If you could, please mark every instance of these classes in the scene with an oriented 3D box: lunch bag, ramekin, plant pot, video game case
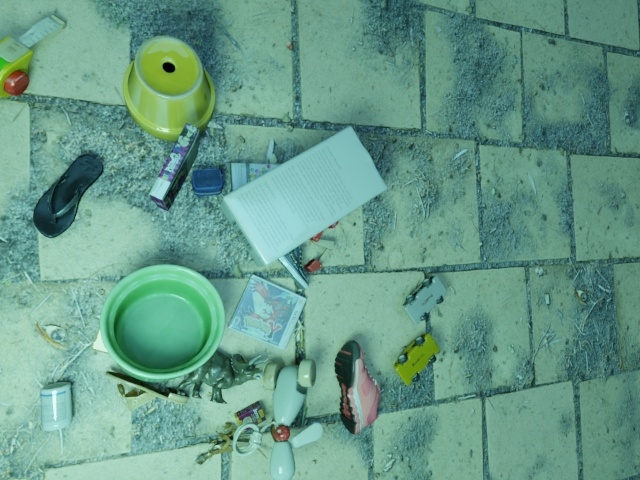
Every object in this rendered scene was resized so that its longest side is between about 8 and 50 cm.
[{"bbox_3d":[-0.341,-0.175,1.230,0.098,0.065,0.067,-5,74,-19],"label":"lunch bag"},{"bbox_3d":[-0.423,0.231,1.091,0.303,0.148,0.303,13,57,-20],"label":"ramekin"},{"bbox_3d":[-0.416,-0.431,1.120,0.254,0.239,0.254,1,87,-20],"label":"plant pot"},{"bbox_3d":[-0.168,0.231,1.298,0.201,0.023,0.183,27,79,-17],"label":"video game case"},{"bbox_3d":[-0.399,-0.194,1.121,0.042,0.232,0.210,26,80,-15],"label":"video game case"}]

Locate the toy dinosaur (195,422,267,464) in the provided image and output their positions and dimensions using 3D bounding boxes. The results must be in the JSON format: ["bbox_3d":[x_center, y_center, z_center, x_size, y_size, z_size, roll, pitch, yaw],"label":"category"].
[{"bbox_3d":[-0.274,0.624,1.237,0.211,0.064,0.112,-6,108,-11],"label":"toy dinosaur"}]

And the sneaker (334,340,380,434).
[{"bbox_3d":[0.134,0.482,1.367,0.136,0.116,0.313,-7,97,-30],"label":"sneaker"}]

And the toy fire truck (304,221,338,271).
[{"bbox_3d":[0.000,0.000,1.353,0.192,0.047,0.135,-41,102,-17],"label":"toy fire truck"}]

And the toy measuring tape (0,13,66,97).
[{"bbox_3d":[-0.803,-0.478,1.075,0.121,0.121,0.330,33,55,-16],"label":"toy measuring tape"}]

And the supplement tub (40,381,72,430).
[{"bbox_3d":[-0.702,0.439,1.075,0.071,0.071,0.107,-2,88,-20],"label":"supplement tub"}]

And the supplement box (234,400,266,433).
[{"bbox_3d":[-0.219,0.550,1.258,0.083,0.043,0.055,-24,95,-20],"label":"supplement box"}]

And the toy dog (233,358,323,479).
[{"bbox_3d":[-0.094,0.521,1.222,0.333,0.220,0.161,-66,152,-20],"label":"toy dog"}]

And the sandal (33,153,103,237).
[{"bbox_3d":[-0.698,-0.129,1.105,0.097,0.054,0.254,28,79,-16],"label":"sandal"}]

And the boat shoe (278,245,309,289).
[{"bbox_3d":[-0.079,0.069,1.313,0.083,0.065,0.183,-41,100,-15],"label":"boat shoe"}]

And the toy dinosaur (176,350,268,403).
[{"bbox_3d":[-0.330,0.390,1.204,0.314,0.121,0.160,17,65,-7],"label":"toy dinosaur"}]

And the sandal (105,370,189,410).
[{"bbox_3d":[-0.500,0.445,1.139,0.240,0.088,0.079,27,74,-22],"label":"sandal"}]

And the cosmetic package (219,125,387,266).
[{"bbox_3d":[-0.050,-0.133,1.236,0.453,0.161,0.230,-32,95,-18],"label":"cosmetic package"}]

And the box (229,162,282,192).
[{"bbox_3d":[-0.192,-0.173,1.297,0.186,0.038,0.145,-2,89,-21],"label":"box"}]

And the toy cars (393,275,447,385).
[{"bbox_3d":[0.345,0.313,1.449,0.176,0.087,0.393,15,80,-24],"label":"toy cars"}]

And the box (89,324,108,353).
[{"bbox_3d":[-0.529,0.262,1.170,0.201,0.021,0.164,23,81,-17],"label":"box"}]
